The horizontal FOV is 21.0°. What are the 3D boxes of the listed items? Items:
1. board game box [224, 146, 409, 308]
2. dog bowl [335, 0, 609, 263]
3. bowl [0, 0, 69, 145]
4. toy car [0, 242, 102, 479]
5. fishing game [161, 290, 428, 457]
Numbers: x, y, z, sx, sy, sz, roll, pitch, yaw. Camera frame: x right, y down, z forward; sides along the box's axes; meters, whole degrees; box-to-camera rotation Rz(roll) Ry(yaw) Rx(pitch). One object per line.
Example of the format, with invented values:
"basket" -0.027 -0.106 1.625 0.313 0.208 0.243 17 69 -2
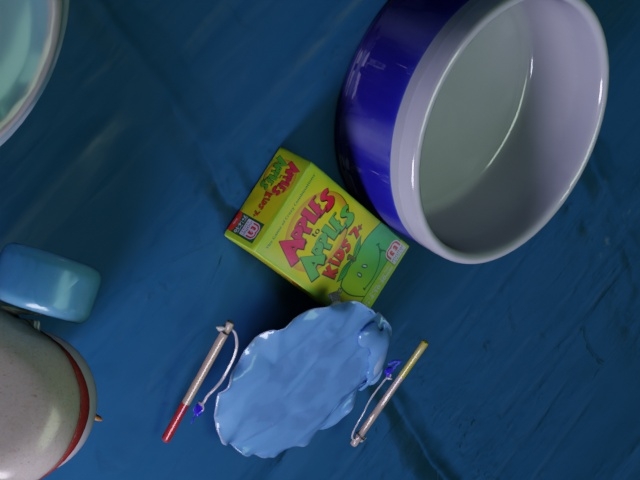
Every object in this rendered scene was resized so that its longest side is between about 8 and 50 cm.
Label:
"board game box" 0.000 0.000 1.548 0.092 0.043 0.181 -57 140 -5
"dog bowl" 0.142 -0.118 1.583 0.265 0.104 0.265 -24 128 -36
"bowl" -0.279 -0.153 1.069 0.311 0.163 0.312 -24 127 -36
"toy car" -0.252 0.112 1.276 0.238 0.210 0.219 41 65 -78
"fishing game" -0.020 0.121 1.580 0.264 0.041 0.189 4 125 -43
